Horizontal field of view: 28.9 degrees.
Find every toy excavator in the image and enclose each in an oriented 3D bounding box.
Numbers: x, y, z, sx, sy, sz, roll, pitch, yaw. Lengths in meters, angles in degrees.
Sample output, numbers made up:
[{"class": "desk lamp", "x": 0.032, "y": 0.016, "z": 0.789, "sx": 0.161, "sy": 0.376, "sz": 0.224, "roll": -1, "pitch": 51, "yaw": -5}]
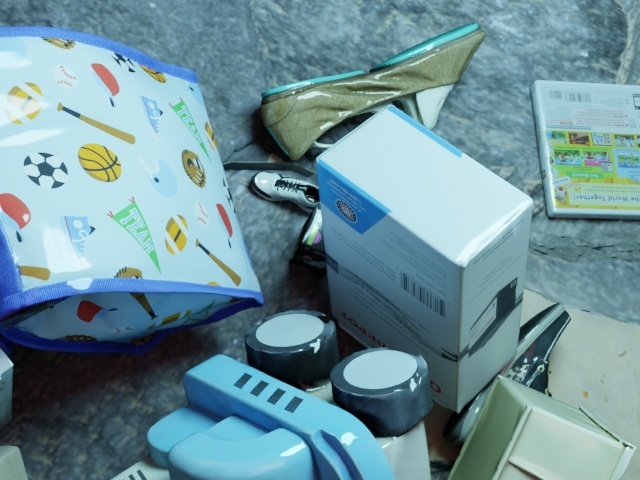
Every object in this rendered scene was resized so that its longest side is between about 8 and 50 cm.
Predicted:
[{"class": "toy excavator", "x": -0.145, "y": 0.261, "z": 1.358, "sx": 0.445, "sy": 0.433, "sz": 0.222, "roll": -27, "pitch": 121, "yaw": -37}]

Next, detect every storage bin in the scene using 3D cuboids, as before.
[{"class": "storage bin", "x": 0.220, "y": 0.303, "z": 1.414, "sx": 0.123, "sy": 0.262, "sz": 0.260, "roll": 25, "pitch": 92, "yaw": 0}]

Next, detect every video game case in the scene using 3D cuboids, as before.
[{"class": "video game case", "x": 0.422, "y": -0.130, "z": 1.792, "sx": 0.227, "sy": 0.026, "sz": 0.206, "roll": 1, "pitch": 70, "yaw": -15}]

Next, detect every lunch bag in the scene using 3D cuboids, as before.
[{"class": "lunch bag", "x": -0.278, "y": -0.049, "z": 1.390, "sx": 0.239, "sy": 0.385, "sz": 0.327, "roll": -25, "pitch": 75, "yaw": 20}]

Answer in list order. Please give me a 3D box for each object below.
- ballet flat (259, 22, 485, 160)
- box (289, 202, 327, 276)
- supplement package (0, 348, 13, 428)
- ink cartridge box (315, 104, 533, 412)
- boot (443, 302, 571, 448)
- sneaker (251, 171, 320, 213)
[{"class": "ballet flat", "x": 0.084, "y": -0.192, "z": 1.693, "sx": 0.342, "sy": 0.116, "sz": 0.124, "roll": -21, "pitch": 97, "yaw": -20}, {"class": "box", "x": 0.000, "y": 0.000, "z": 1.606, "sx": 0.052, "sy": 0.083, "sz": 0.062, "roll": 22, "pitch": 67, "yaw": -6}, {"class": "supplement package", "x": -0.468, "y": 0.152, "z": 1.334, "sx": 0.198, "sy": 0.262, "sz": 0.199, "roll": -39, "pitch": 83, "yaw": -23}, {"class": "ink cartridge box", "x": 0.121, "y": 0.027, "z": 1.475, "sx": 0.129, "sy": 0.307, "sz": 0.223, "roll": -39, "pitch": 59, "yaw": -24}, {"class": "boot", "x": 0.291, "y": 0.216, "z": 1.602, "sx": 0.179, "sy": 0.085, "sz": 0.236, "roll": 41, "pitch": 73, "yaw": 0}, {"class": "sneaker", "x": -0.038, "y": -0.069, "z": 1.644, "sx": 0.109, "sy": 0.044, "sz": 0.040, "roll": 17, "pitch": 69, "yaw": -6}]
